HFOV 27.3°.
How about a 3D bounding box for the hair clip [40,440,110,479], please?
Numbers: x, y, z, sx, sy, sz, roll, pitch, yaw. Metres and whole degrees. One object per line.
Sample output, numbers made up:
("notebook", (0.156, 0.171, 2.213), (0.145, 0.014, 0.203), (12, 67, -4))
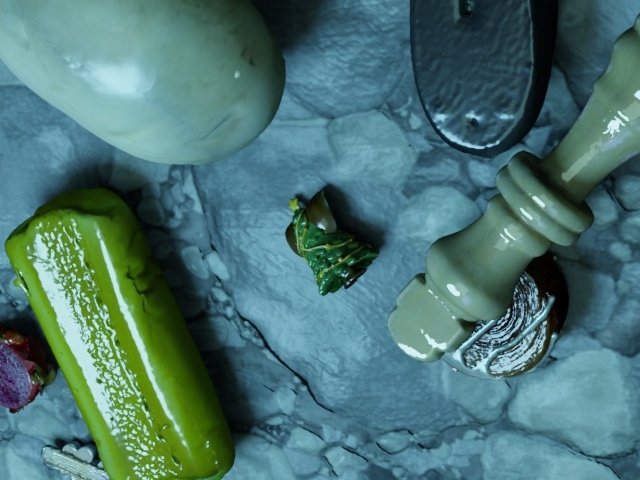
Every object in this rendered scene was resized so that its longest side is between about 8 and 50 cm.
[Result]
("hair clip", (-0.249, 0.303, 1.647), (0.214, 0.056, 0.062), (25, 108, 18))

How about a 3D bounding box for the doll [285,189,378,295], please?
("doll", (-0.003, 0.007, 1.398), (0.113, 0.076, 0.078), (41, 130, -1))

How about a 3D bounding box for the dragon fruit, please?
("dragon fruit", (-0.373, 0.149, 1.613), (0.112, 0.068, 0.126), (54, 133, 3))

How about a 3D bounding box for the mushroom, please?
("mushroom", (-0.186, -0.227, 1.233), (0.315, 0.315, 0.356), (0, 122, 20))

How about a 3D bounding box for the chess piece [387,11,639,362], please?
("chess piece", (0.207, -0.035, 1.225), (0.117, 0.117, 0.397), (42, 108, -2))

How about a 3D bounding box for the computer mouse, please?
("computer mouse", (0.153, -0.217, 1.229), (0.138, 0.086, 0.269), (2, 107, 26))

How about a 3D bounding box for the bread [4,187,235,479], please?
("bread", (-0.221, 0.120, 1.512), (0.166, 0.112, 0.383), (-15, 107, 24))

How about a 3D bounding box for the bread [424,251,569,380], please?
("bread", (0.177, 0.069, 1.361), (0.160, 0.073, 0.160), (8, 117, 16))
